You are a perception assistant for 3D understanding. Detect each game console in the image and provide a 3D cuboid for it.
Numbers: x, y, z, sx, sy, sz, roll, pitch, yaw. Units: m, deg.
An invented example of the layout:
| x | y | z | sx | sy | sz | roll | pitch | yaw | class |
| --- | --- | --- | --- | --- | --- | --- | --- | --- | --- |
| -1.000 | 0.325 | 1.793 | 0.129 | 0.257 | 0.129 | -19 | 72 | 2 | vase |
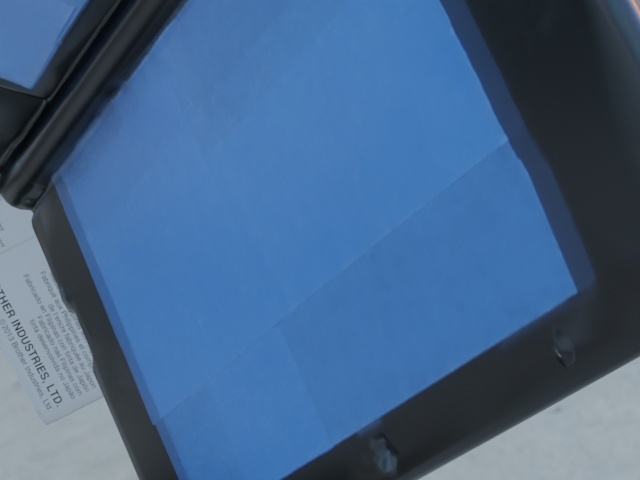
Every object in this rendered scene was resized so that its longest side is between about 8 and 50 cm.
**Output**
| x | y | z | sx | sy | sz | roll | pitch | yaw | class |
| --- | --- | --- | --- | --- | --- | --- | --- | --- | --- |
| -0.078 | -0.039 | 0.423 | 0.293 | 0.250 | 0.173 | -42 | 38 | 51 | game console |

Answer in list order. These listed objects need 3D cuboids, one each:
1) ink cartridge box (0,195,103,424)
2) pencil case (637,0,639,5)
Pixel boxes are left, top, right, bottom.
| x | y | z | sx | sy | sz | roll | pitch | yaw | class |
| --- | --- | --- | --- | --- | --- | --- | --- | --- | --- |
| -0.104 | -0.068 | 1.244 | 0.395 | 0.270 | 0.151 | -26 | 18 | -4 | ink cartridge box |
| 0.019 | -0.150 | 0.983 | 0.410 | 0.160 | 0.183 | 27 | 33 | 33 | pencil case |
